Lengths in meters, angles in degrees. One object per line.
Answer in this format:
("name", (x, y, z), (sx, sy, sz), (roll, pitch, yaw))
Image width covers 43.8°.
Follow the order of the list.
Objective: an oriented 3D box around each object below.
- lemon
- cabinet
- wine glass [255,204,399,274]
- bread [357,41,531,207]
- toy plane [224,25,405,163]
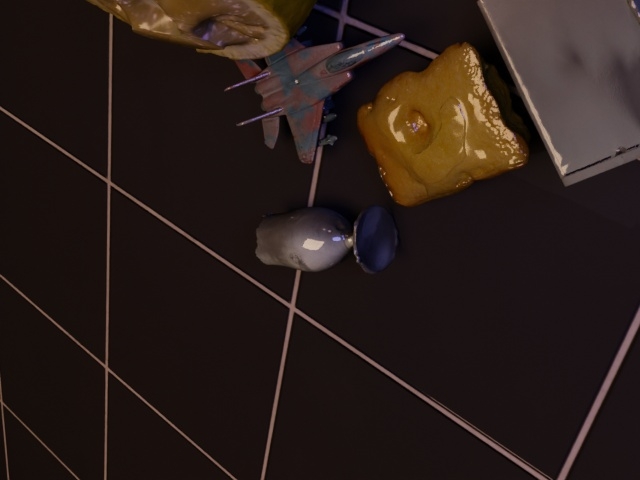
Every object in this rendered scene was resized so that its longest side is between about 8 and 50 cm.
("lemon", (-0.137, -0.412, 0.940), (0.364, 0.364, 0.364), (20, 122, 36))
("cabinet", (0.285, -0.188, 0.771), (0.145, 0.150, 0.206), (-25, 91, 52))
("wine glass", (0.000, 0.000, 1.165), (0.222, 0.103, 0.103), (-1, 108, 44))
("bread", (0.149, -0.136, 0.975), (0.233, 0.088, 0.160), (-20, 90, 49))
("toy plane", (0.001, -0.224, 1.058), (0.326, 0.104, 0.222), (-12, 101, 44))
